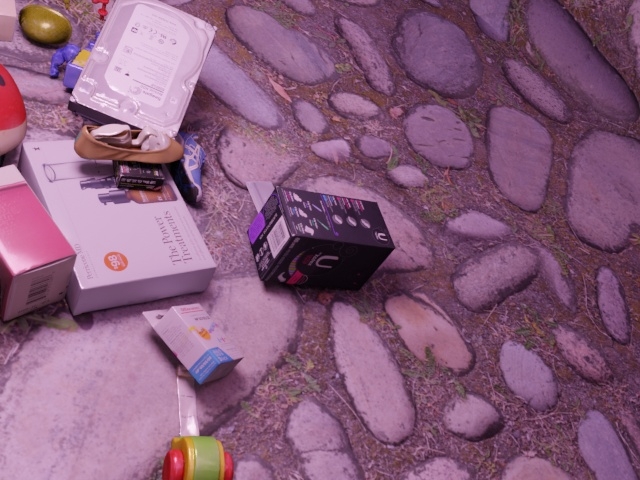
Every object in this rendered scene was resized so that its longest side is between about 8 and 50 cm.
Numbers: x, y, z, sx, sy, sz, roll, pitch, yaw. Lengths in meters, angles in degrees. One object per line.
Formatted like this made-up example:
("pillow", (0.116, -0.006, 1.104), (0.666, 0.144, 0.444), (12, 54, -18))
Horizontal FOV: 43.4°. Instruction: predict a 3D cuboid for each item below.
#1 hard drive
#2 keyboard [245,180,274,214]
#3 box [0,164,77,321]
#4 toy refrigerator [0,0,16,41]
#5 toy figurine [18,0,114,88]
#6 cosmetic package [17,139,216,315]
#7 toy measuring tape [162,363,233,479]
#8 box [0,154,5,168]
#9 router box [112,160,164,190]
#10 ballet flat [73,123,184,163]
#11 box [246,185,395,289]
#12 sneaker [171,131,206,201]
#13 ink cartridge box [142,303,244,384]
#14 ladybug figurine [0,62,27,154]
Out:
("hard drive", (-0.387, -0.383, 1.781), (0.237, 0.064, 0.339), (22, 62, -13))
("keyboard", (-0.103, -0.042, 1.881), (0.072, 0.014, 0.256), (1, 52, -37))
("box", (-0.566, 0.003, 1.463), (0.127, 0.149, 0.232), (-24, 65, -41))
("toy refrigerator", (-0.844, -0.532, 1.834), (0.269, 0.094, 0.102), (0, 59, -30))
("toy figurine", (-0.543, -0.432, 1.858), (0.362, 0.191, 0.217), (20, 49, -13))
("cosmetic package", (-0.418, -0.046, 1.636), (0.284, 0.097, 0.377), (-11, 57, -35))
("toy measuring tape", (-0.213, 0.338, 1.391), (0.121, 0.121, 0.330), (10, 47, -23))
("box", (-0.712, -0.167, 1.621), (0.137, 0.027, 0.094), (13, 47, -20))
("router box", (-0.380, -0.161, 1.666), (0.092, 0.038, 0.122), (4, 48, -28))
("ballet flat", (-0.374, -0.197, 1.619), (0.232, 0.073, 0.080), (-5, 51, -34))
("box", (0.000, 0.000, 1.774), (0.270, 0.165, 0.143), (7, 48, -33))
("sneaker", (-0.297, -0.177, 1.838), (0.081, 0.080, 0.211), (-3, 54, -28))
("ink cartridge box", (-0.242, 0.180, 1.528), (0.181, 0.061, 0.104), (47, 14, 15))
("ladybug figurine", (-0.718, -0.265, 1.513), (0.305, 0.162, 0.449), (18, 20, -5))
